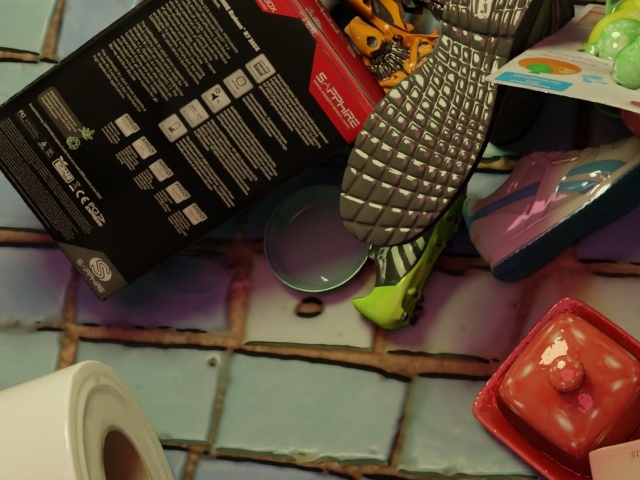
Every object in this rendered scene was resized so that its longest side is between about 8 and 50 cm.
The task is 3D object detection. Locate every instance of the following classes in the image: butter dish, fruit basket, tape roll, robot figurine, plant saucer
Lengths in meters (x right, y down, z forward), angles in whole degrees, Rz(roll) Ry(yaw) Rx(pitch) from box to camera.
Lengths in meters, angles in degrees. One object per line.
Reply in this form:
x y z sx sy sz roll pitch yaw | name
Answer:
0.238 0.138 1.470 0.160 0.118 0.160 39 84 25 | butter dish
0.355 -0.161 1.419 0.327 0.353 0.165 15 108 21 | fruit basket
-0.217 0.261 1.469 0.100 0.286 0.286 -19 67 8 | tape roll
0.030 -0.218 1.617 0.291 0.085 0.211 41 90 -6 | robot figurine
0.000 0.000 1.641 0.119 0.021 0.119 -5 70 15 | plant saucer

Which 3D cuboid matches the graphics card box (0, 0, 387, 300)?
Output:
-0.141 -0.126 1.577 0.371 0.094 0.233 -33 102 21 | graphics card box

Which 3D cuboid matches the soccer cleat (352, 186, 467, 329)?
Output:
0.092 0.004 1.594 0.072 0.060 0.179 24 82 25 | soccer cleat

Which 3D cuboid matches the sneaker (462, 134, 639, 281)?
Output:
0.249 -0.057 1.555 0.228 0.087 0.092 -31 62 1 | sneaker

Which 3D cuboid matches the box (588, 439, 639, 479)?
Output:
0.342 0.285 1.360 0.148 0.127 0.232 -19 68 28 | box

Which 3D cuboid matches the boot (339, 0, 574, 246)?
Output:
0.155 -0.124 1.538 0.118 0.222 0.338 31 89 22 | boot

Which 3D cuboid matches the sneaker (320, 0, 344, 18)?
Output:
-0.039 -0.230 1.706 0.271 0.100 0.108 -28 90 2 | sneaker
